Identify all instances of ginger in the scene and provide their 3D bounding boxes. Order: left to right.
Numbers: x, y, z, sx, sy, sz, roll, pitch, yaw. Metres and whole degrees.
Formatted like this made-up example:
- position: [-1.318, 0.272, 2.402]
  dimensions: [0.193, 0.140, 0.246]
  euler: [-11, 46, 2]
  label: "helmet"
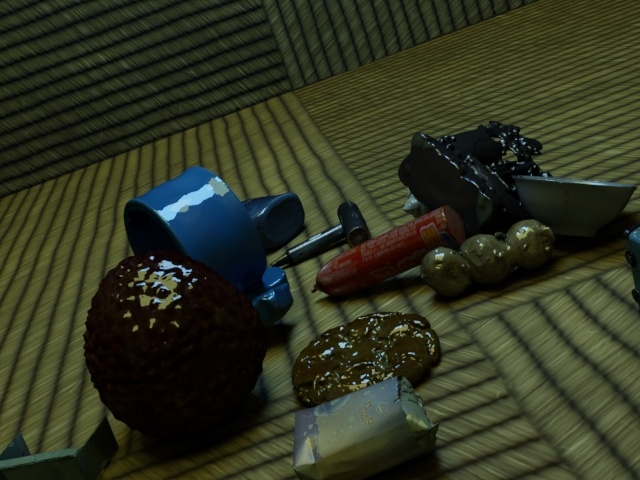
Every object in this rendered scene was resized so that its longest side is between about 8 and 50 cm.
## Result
- position: [0.250, 0.028, 1.397]
  dimensions: [0.204, 0.080, 0.104]
  euler: [-19, 7, -2]
  label: "ginger"

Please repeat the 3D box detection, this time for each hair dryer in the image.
- position: [-0.006, -0.002, 1.761]
  dimensions: [0.195, 0.050, 0.173]
  euler: [-22, 17, 3]
  label: "hair dryer"

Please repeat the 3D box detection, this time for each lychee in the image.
- position: [-0.208, 0.143, 1.286]
  dimensions: [0.261, 0.260, 0.260]
  euler: [-17, 21, 7]
  label: "lychee"

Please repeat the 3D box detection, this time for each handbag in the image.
- position: [0.056, 0.224, 1.072]
  dimensions: [0.173, 0.095, 0.117]
  euler: [-24, 25, 12]
  label: "handbag"

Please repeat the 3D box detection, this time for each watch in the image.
- position: [-0.188, 0.031, 1.508]
  dimensions: [0.241, 0.274, 0.305]
  euler: [-32, 18, -30]
  label: "watch"

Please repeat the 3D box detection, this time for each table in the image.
- position: [-0.377, 0.319, 1.257]
  dimensions: [0.146, 0.062, 0.175]
  euler: [-14, 18, 16]
  label: "table"

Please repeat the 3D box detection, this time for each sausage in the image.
- position: [0.099, 0.027, 1.496]
  dimensions: [0.274, 0.074, 0.074]
  euler: [-24, 17, 24]
  label: "sausage"

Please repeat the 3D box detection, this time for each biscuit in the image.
- position: [0.060, 0.160, 1.287]
  dimensions: [0.226, 0.042, 0.226]
  euler: [-17, 19, 6]
  label: "biscuit"

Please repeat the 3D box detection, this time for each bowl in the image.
- position: [0.383, -0.052, 1.426]
  dimensions: [0.189, 0.086, 0.189]
  euler: [5, 6, -1]
  label: "bowl"

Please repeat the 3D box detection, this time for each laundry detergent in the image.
- position: [-0.176, -0.042, 1.934]
  dimensions: [0.290, 0.094, 0.143]
  euler: [0, 32, 42]
  label: "laundry detergent"

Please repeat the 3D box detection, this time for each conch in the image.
- position: [0.224, -0.076, 1.662]
  dimensions: [0.176, 0.104, 0.094]
  euler: [-28, 44, -28]
  label: "conch"

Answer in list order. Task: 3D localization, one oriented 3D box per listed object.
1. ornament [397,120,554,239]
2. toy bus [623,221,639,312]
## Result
- position: [0.297, -0.108, 1.575]
  dimensions: [0.260, 0.106, 0.251]
  euler: [-12, 48, -31]
  label: "ornament"
- position: [0.424, 0.039, 1.147]
  dimensions: [0.060, 0.123, 0.075]
  euler: [-24, 24, -11]
  label: "toy bus"
